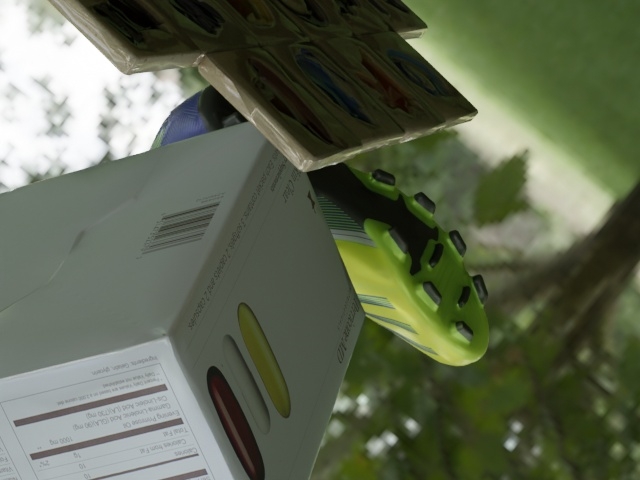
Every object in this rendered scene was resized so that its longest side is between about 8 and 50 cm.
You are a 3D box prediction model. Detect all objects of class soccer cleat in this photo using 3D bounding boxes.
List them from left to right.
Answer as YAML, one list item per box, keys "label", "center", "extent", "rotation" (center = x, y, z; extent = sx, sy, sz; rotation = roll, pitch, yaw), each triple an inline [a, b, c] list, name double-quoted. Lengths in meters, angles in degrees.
- label: "soccer cleat"
  center: [0.000, -0.001, 1.368]
  extent: [0.289, 0.121, 0.093]
  rotation: [39, -143, -21]

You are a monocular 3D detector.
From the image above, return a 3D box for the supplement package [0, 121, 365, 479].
- label: "supplement package"
  center: [-0.111, 0.068, 1.064]
  extent: [0.262, 0.204, 0.145]
  rotation: [-69, -40, -60]

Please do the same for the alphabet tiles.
- label: "alphabet tiles"
  center: [-0.066, -0.140, 0.824]
  extent: [0.285, 0.011, 0.342]
  rotation: [45, -160, 9]
